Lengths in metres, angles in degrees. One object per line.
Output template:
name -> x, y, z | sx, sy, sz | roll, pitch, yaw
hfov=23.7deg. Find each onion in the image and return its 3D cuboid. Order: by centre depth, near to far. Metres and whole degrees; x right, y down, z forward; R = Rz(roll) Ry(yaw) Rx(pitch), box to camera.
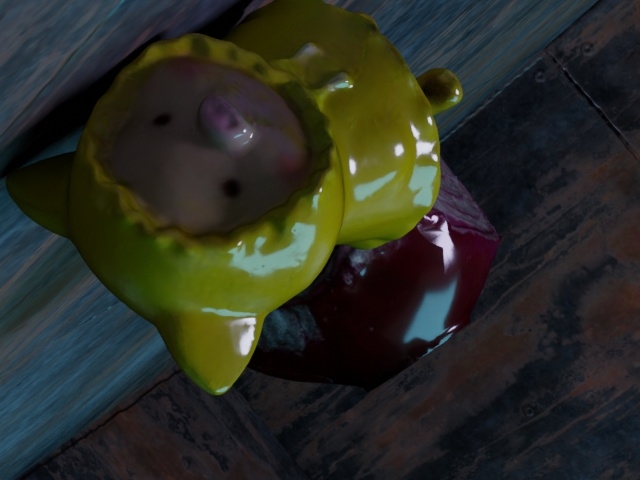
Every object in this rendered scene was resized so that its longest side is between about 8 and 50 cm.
onion -> -0.003, 0.004, 1.026 | 0.207, 0.206, 0.216 | -40, 176, 20

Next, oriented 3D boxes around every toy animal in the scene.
toy animal -> -0.027, -0.040, 0.749 | 0.230, 0.156, 0.156 | -34, 175, -37
